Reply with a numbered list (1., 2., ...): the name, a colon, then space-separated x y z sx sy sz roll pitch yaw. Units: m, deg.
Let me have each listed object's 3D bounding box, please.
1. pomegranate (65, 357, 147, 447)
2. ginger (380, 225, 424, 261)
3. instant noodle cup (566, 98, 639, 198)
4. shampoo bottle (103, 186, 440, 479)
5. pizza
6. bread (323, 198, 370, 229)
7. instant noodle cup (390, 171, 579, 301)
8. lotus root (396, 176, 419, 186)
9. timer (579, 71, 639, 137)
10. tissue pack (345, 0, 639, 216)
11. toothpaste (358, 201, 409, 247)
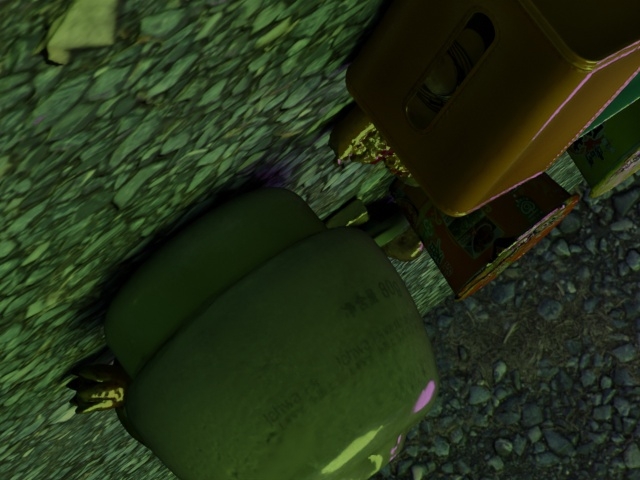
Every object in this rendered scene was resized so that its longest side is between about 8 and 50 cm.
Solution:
1. pomegranate: -0.195 0.173 1.862 0.205 0.159 0.159 1 149 -29
2. ginger: 0.169 -0.045 2.376 0.204 0.080 0.104 -42 176 5
3. instant noodle cup: 0.394 -0.209 2.082 0.264 0.200 0.264 -38 171 -7
4. shampoo bottle: -0.045 0.128 1.666 0.322 0.317 0.322 -39 169 -9
5. pizza: 0.109 -0.113 1.714 0.188 0.062 0.199 -37 149 3
6. bread: 0.000 0.000 2.109 0.154 0.028 0.068 -37 170 -2
7. instant noodle cup: 0.220 -0.054 2.208 0.230 0.182 0.230 -37 170 -7
8. lotus root: 0.121 -0.115 1.867 0.090 0.077 0.183 -29 164 -9
9. timer: 0.305 -0.174 1.873 0.250 0.091 0.232 -22 -166 16
10. tissue pack: 0.160 -0.176 1.414 0.145 0.194 0.274 -28 165 -32
11. toothpaste: 0.075 -0.010 2.211 0.069 0.047 0.268 0 -166 21
